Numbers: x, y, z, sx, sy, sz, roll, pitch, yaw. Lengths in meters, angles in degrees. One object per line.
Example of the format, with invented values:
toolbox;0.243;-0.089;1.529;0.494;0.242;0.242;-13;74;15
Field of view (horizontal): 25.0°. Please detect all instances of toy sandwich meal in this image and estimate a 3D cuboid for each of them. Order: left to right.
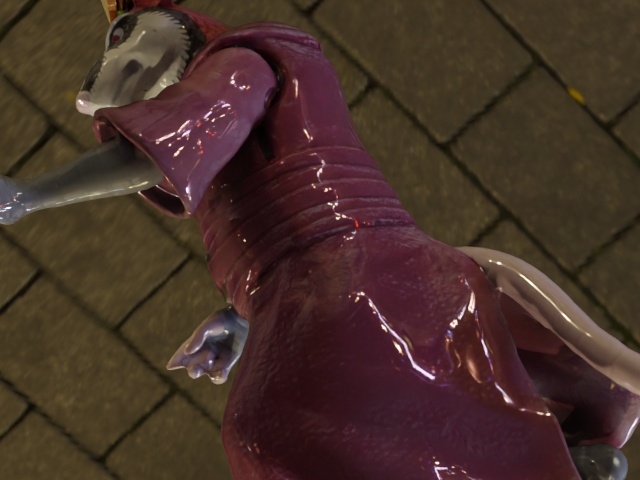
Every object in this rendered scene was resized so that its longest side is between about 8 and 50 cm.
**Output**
toy sandwich meal;-0.140;-0.166;0.977;0.029;0.085;0.085;-17;109;-17

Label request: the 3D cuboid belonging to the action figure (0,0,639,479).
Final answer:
action figure;0.000;0.000;0.693;0.276;0.248;0.370;-31;74;14
